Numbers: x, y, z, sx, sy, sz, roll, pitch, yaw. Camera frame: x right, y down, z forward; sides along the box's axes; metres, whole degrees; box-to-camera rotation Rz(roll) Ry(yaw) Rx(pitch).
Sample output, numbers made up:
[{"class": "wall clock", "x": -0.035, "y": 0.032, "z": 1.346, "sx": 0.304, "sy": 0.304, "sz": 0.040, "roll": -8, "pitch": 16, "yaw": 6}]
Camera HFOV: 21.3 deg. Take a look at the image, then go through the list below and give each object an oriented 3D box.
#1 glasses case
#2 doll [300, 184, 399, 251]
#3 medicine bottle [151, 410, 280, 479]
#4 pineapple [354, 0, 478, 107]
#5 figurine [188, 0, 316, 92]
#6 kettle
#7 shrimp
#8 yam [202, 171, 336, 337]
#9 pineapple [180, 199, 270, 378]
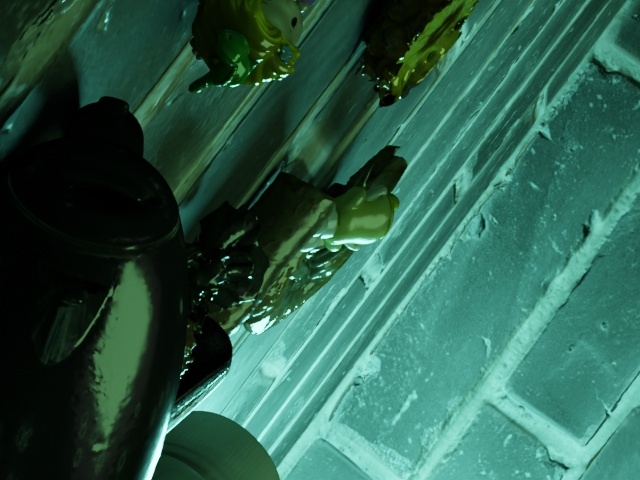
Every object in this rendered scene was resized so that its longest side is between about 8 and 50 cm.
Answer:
[{"class": "glasses case", "x": -0.198, "y": 0.160, "z": 1.693, "sx": 0.267, "sy": 0.103, "sz": 0.067, "roll": -38, "pitch": 155, "yaw": -33}, {"class": "doll", "x": 0.023, "y": -0.027, "z": 2.101, "sx": 0.162, "sy": 0.062, "sz": 0.106, "roll": -6, "pitch": 135, "yaw": -36}, {"class": "medicine bottle", "x": -0.219, "y": 0.379, "z": 2.074, "sx": 0.371, "sy": 0.211, "sz": 0.211, "roll": -40, "pitch": 163, "yaw": -51}, {"class": "pineapple", "x": 0.112, "y": -0.245, "z": 1.876, "sx": 0.225, "sy": 0.076, "sz": 0.225, "roll": -49, "pitch": 170, "yaw": -12}, {"class": "figurine", "x": -0.065, "y": -0.160, "z": 1.346, "sx": 0.115, "sy": 0.095, "sz": 0.156, "roll": -36, "pitch": -157, "yaw": 40}, {"class": "kettle", "x": -0.192, "y": 0.039, "z": 1.232, "sx": 0.268, "sy": 0.207, "sz": 0.290, "roll": -93, "pitch": -160, "yaw": -58}, {"class": "shrimp", "x": 0.000, "y": 0.000, "z": 2.200, "sx": 0.317, "sy": 0.077, "sz": 0.168, "roll": -54, "pitch": 168, "yaw": 18}, {"class": "yam", "x": -0.120, "y": 0.074, "z": 1.900, "sx": 0.356, "sy": 0.081, "sz": 0.081, "roll": -51, "pitch": 170, "yaw": -7}, {"class": "pineapple", "x": -0.138, "y": 0.057, "z": 1.672, "sx": 0.237, "sy": 0.111, "sz": 0.119, "roll": -49, "pitch": 175, "yaw": -32}]
